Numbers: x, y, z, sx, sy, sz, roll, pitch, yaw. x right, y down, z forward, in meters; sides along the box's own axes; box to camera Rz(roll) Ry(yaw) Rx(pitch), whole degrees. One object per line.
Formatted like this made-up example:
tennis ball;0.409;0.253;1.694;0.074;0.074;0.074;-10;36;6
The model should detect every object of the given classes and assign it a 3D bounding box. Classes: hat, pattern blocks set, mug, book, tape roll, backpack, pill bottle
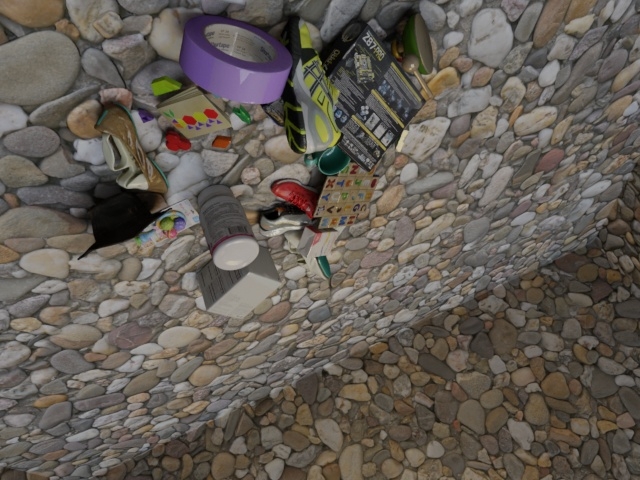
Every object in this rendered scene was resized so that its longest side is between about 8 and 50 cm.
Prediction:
hat;-0.636;-0.075;1.510;0.331;0.331;0.134;-25;106;-3
pattern blocks set;-0.358;-0.354;1.354;0.324;0.026;0.285;-3;152;20
mug;0.023;-0.318;1.717;0.157;0.097;0.129;15;124;-43
book;0.292;-0.404;1.748;0.035;0.144;0.096;10;138;-8
tape roll;-0.213;-0.462;1.223;0.274;0.275;0.090;-2;138;-32
backpack;-0.123;-0.422;1.501;0.105;0.084;0.114;-33;140;10
pill bottle;-0.328;-0.051;1.666;0.160;0.283;0.161;-18;144;-13

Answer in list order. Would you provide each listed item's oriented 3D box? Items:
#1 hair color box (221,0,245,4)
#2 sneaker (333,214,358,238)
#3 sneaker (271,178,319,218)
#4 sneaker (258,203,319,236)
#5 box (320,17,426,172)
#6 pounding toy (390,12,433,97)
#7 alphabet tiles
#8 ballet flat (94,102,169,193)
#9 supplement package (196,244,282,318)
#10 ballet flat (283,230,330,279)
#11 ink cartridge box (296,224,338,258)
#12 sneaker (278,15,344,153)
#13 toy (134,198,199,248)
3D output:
hair color box;-0.334;-0.655;1.040;0.374;0.114;0.185;-4;139;-29
sneaker;0.084;-0.087;2.092;0.085;0.086;0.237;38;100;-23
sneaker;-0.076;-0.157;1.834;0.221;0.128;0.087;4;134;-38
sneaker;-0.117;-0.098;1.913;0.271;0.100;0.108;-18;137;-15
box;0.134;-0.445;1.548;0.318;0.097;0.394;-50;137;8
pounding toy;0.274;-0.576;1.497;0.110;0.237;0.183;-7;153;28
alphabet tiles;0.110;-0.178;1.916;0.342;0.011;0.285;-8;126;-49
ballet flat;-0.559;-0.233;1.408;0.124;0.116;0.343;-57;156;-30
supplement package;-0.339;0.160;2.003;0.262;0.198;0.199;-41;142;19
ballet flat;-0.063;0.045;2.127;0.139;0.139;0.400;-27;141;-1
ink cartridge box;0.000;0.000;1.965;0.198;0.067;0.116;-9;126;-55
sneaker;-0.033;-0.430;1.345;0.147;0.386;0.145;-6;177;-24
toy;-0.552;-0.042;1.728;0.237;0.056;0.137;-25;147;-4
